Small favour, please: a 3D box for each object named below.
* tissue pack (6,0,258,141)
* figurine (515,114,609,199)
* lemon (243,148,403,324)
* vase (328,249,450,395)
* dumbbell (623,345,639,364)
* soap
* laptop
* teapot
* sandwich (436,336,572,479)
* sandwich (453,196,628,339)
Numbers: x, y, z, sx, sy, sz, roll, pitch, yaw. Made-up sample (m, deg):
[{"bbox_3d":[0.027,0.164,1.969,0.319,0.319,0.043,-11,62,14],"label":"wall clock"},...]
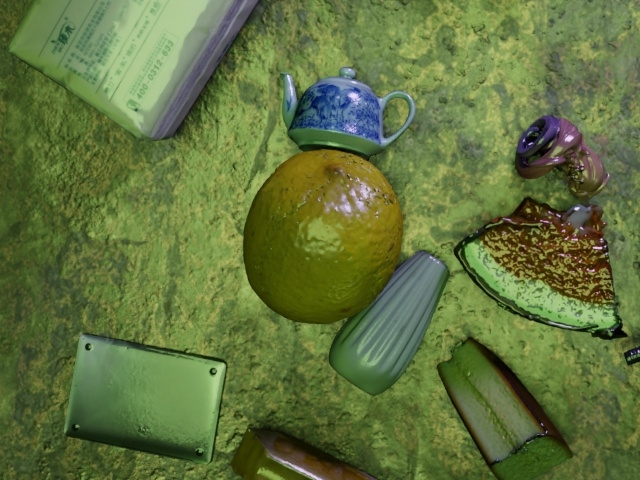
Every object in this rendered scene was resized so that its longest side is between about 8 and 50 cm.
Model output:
[{"bbox_3d":[-0.282,-0.387,1.876,0.297,0.207,0.380,35,98,1],"label":"tissue pack"},{"bbox_3d":[0.393,-0.131,1.868,0.157,0.126,0.114,28,140,5],"label":"figurine"},{"bbox_3d":[0.000,0.000,1.848,0.257,0.258,0.310,25,126,4],"label":"lemon"},{"bbox_3d":[0.120,0.130,1.916,0.128,0.128,0.248,35,88,3],"label":"vase"},{"bbox_3d":[0.638,0.131,1.842,0.325,0.143,0.143,-21,92,8],"label":"dumbbell"},{"bbox_3d":[-0.020,0.397,1.928,0.257,0.160,0.080,26,95,3],"label":"soap"},{"bbox_3d":[-0.305,0.275,2.024,0.269,0.015,0.188,10,95,6],"label":"laptop"},{"bbox_3d":[0.037,-0.210,1.888,0.231,0.159,0.159,9,95,10],"label":"teapot"},{"bbox_3d":[0.292,0.278,1.908,0.122,0.128,0.236,-36,47,7],"label":"sandwich"},{"bbox_3d":[0.359,0.036,1.890,0.292,0.109,0.212,10,89,3],"label":"sandwich"}]
